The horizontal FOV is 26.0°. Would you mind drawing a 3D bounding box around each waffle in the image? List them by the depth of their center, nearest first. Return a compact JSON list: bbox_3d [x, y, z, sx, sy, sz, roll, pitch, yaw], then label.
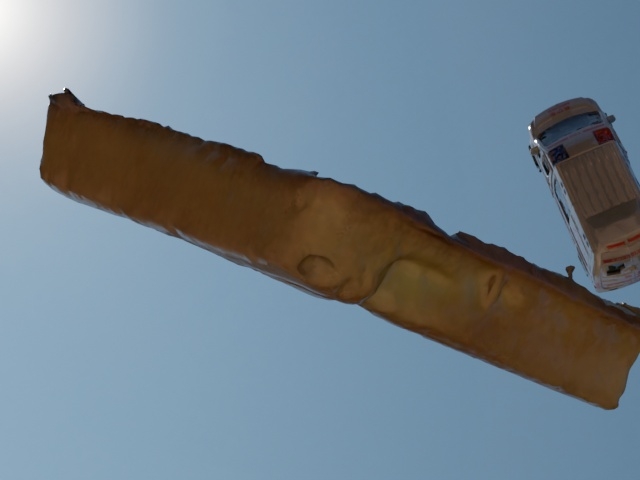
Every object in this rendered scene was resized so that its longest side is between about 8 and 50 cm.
[{"bbox_3d":[0.000,-0.001,0.915,0.304,0.077,0.348,22,-2,-39],"label":"waffle"}]

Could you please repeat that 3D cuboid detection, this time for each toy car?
[{"bbox_3d":[0.263,-0.059,1.343,0.089,0.210,0.108,-23,-28,9],"label":"toy car"}]
